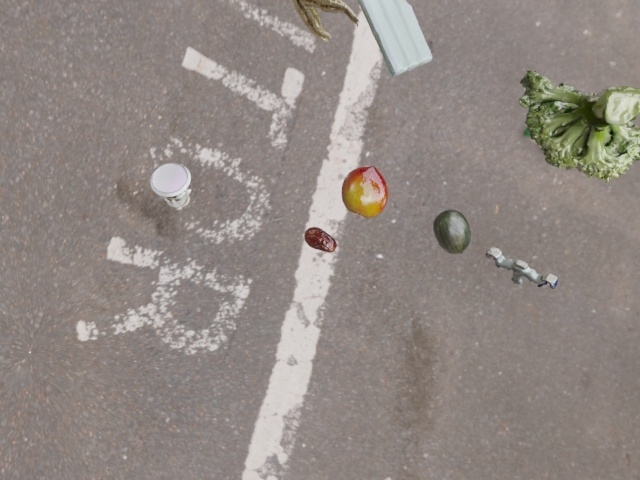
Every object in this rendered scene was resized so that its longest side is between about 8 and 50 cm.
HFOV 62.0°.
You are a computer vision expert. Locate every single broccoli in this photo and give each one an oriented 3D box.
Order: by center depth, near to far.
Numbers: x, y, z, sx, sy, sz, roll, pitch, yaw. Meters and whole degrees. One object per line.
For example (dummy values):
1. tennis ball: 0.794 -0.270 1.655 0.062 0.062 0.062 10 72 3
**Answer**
1. broccoli: 0.752 -0.303 1.425 0.353 0.397 0.275 9 96 -22

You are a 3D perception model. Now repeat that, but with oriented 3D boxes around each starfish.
1. starfish: -0.019 -0.891 1.983 0.432 0.324 0.083 32 79 -42

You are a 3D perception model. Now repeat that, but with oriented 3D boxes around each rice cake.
1. rice cake: 0.183 -0.533 1.317 0.127 0.043 0.237 -28 105 -9

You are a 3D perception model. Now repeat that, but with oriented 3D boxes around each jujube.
1. jujube: 0.000 0.000 1.820 0.077 0.129 0.077 -28 132 -35

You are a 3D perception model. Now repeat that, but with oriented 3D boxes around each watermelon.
1. watermelon: 0.290 -0.017 1.172 0.078 0.078 0.111 -42 124 -29

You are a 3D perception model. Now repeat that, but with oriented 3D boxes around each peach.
1. peach: 0.170 -0.192 2.025 0.197 0.197 0.198 6 77 -27

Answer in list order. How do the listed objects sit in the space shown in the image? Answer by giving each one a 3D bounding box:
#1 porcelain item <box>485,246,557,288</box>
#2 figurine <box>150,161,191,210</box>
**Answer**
1. porcelain item: 0.376 0.063 1.009 0.136 0.075 0.021 29 67 26
2. figurine: -0.476 -0.166 1.752 0.132 0.154 0.132 0 63 0
